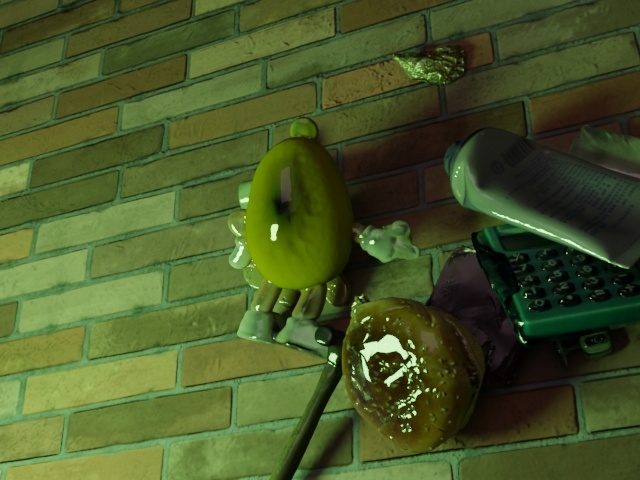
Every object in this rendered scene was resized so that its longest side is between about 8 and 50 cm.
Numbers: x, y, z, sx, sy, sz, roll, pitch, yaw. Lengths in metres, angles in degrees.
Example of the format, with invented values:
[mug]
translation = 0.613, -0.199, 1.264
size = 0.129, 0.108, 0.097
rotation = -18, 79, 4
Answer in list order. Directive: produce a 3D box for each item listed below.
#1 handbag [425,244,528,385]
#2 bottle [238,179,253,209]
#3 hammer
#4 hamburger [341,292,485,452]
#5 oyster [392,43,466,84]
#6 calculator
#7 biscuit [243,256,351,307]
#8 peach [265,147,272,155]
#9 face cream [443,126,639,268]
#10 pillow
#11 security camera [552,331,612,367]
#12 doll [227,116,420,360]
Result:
[handbag]
translation = 0.285, 0.136, 1.698
size = 0.203, 0.074, 0.216
rotation = 19, 75, 34
[bottle]
translation = -0.065, -0.103, 1.946
size = 0.201, 0.072, 0.072
rotation = -10, 59, 26
[hammer]
translation = -0.046, 0.364, 1.706
size = 0.044, 0.168, 0.440
rotation = 24, 84, 36
[hamburger]
translation = 0.151, 0.213, 1.624
size = 0.243, 0.146, 0.286
rotation = -33, 71, 39
[oyster]
translation = 0.243, -0.379, 2.033
size = 0.121, 0.045, 0.146
rotation = -36, 52, -13
[calculator]
translation = 0.403, 0.051, 1.612
size = 0.248, 0.058, 0.274
rotation = -10, 40, -2
[biscuit]
translation = -0.047, 0.058, 1.909
size = 0.234, 0.030, 0.153
rotation = -2, 82, 25
[peach]
translation = -0.083, -0.163, 2.045
size = 0.083, 0.083, 0.083
rotation = -12, 59, 21
[face cream]
translation = 0.400, -0.090, 1.671
size = 0.420, 0.137, 0.235
rotation = 24, 48, 36
[pillow]
translation = 0.551, -0.132, 1.726
size = 0.229, 0.051, 0.128
rotation = 21, 78, 32
[security camera]
translation = 0.442, 0.175, 1.614
size = 0.092, 0.058, 0.058
rotation = -21, 55, 5
[doll]
translation = -0.025, 0.026, 1.809
size = 0.348, 0.161, 0.423
rotation = 37, 102, 9
